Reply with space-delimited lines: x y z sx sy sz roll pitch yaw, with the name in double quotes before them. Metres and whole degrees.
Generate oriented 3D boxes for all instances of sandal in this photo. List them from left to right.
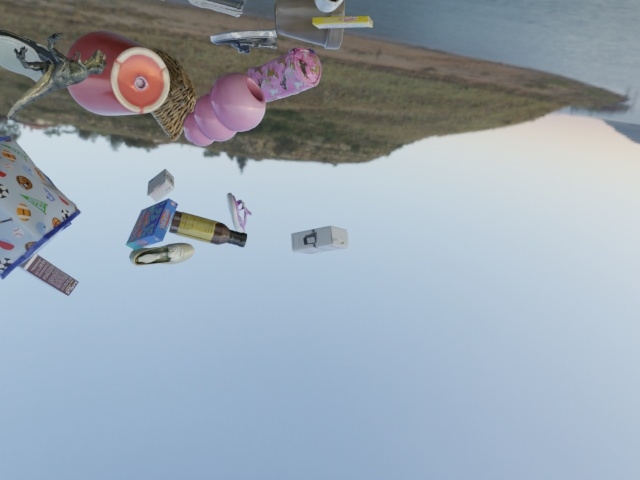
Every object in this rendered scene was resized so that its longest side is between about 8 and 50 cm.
"sandal" -0.398 -0.137 2.495 0.102 0.170 0.416 -16 168 -9

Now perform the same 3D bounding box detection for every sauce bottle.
"sauce bottle" -0.504 -0.041 2.262 0.344 0.112 0.111 17 -166 -20

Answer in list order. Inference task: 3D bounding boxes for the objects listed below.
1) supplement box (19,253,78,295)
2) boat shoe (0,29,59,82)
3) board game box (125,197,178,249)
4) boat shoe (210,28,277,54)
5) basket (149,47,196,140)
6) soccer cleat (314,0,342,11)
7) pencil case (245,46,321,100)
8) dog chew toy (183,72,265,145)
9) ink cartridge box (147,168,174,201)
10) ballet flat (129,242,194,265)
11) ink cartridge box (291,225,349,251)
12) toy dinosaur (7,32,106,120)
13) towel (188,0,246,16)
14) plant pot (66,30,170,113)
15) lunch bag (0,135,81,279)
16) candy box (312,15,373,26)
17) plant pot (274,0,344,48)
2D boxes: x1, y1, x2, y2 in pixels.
"supplement box" -1.055 0.115 1.903 0.130 0.073 0.239 17 157 27
"boat shoe" -0.897 -0.566 1.534 0.114 0.091 0.302 -20 172 1
"board game box" -0.622 -0.058 1.842 0.210 0.160 0.047 -14 142 43
"boat shoe" -0.347 -0.903 2.286 0.300 0.102 0.108 -8 -154 -12
"basket" -0.624 -0.606 2.045 0.213 0.223 0.299 -37 -119 -7
"soccer cleat" 0.089 -0.874 1.563 0.115 0.332 0.143 24 -167 -16
"pencil case" -0.171 -0.700 2.141 0.160 0.167 0.385 -5 -177 -42
"dog chew toy" -0.361 -0.457 1.817 0.331 0.207 0.206 -28 -176 24
"ink cartridge box" -0.702 -0.236 2.202 0.104 0.060 0.180 -36 -149 4
"ballet flat" -0.610 0.058 1.944 0.248 0.086 0.086 -9 -157 -21
"ink cartridge box" 0.000 0.000 1.576 0.150 0.063 0.109 -11 169 30
"toy dinosaur" -0.595 -0.382 1.109 0.064 0.118 0.268 25 -125 36
"towel" -0.403 -0.965 2.000 0.209 0.034 0.285 11 -144 -10
"plant pot" -0.625 -0.516 1.587 0.243 0.275 0.274 23 -157 38
"lunch bag" -0.916 -0.119 1.486 0.238 0.328 0.385 -34 -159 12
"candy box" 0.082 -0.793 1.823 0.205 0.027 0.105 4 -168 14
"plant pot" -0.057 -0.997 2.160 0.280 0.324 0.323 -2 -161 -6
